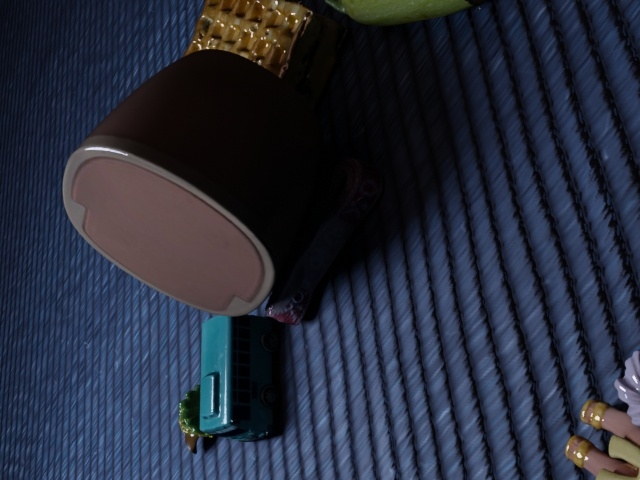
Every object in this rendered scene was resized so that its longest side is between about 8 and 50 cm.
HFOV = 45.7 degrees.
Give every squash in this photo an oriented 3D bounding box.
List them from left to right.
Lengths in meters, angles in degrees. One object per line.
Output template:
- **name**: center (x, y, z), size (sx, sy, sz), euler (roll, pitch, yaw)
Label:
- **squash**: center (0.101, -0.311, 0.920), size (0.287, 0.137, 0.137), euler (-4, 74, 65)

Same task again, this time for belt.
- **belt**: center (0.000, 0.000, 0.963), size (0.232, 0.053, 0.071), euler (-59, 38, 15)

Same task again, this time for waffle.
- **waffle**: center (-0.103, -0.270, 1.149), size (0.308, 0.091, 0.213), euler (38, 107, 48)

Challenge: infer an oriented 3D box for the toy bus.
- **toy bus**: center (-0.112, 0.181, 1.004), size (0.079, 0.092, 0.160), euler (-25, 60, 45)

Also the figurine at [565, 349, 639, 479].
- **figurine**: center (0.262, 0.177, 0.533), size (0.240, 0.116, 0.174), euler (21, 92, 57)

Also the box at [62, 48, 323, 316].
- **box**: center (-0.141, -0.073, 0.941), size (0.301, 0.301, 0.216), euler (-17, 36, 47)

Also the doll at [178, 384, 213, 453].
- **doll**: center (-0.182, 0.252, 1.078), size (0.113, 0.077, 0.078), euler (-33, 48, 40)
